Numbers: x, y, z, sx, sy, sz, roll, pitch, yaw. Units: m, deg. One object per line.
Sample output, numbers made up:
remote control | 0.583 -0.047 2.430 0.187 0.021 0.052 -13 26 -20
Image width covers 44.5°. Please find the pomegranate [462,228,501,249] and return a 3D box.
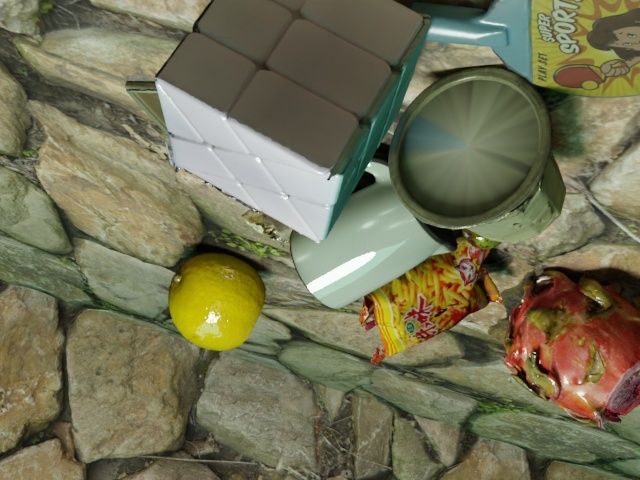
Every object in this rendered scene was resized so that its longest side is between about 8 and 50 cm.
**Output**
pomegranate | 0.271 -0.020 1.324 0.073 0.073 0.085 28 172 -26

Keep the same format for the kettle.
kettle | 0.074 -0.030 1.271 0.236 0.161 0.221 -29 100 28

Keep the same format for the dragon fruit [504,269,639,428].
dragon fruit | 0.472 0.181 1.440 0.250 0.269 0.291 26 -166 -42

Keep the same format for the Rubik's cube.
Rubik's cube | -0.034 -0.166 0.917 0.221 0.224 0.231 29 161 5

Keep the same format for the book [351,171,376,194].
book | 0.125 -0.066 1.383 0.228 0.024 0.160 28 155 -24

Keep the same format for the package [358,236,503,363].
package | 0.200 0.103 1.442 0.288 0.108 0.223 -24 138 -5

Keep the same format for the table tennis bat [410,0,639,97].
table tennis bat | 0.259 -0.227 0.845 0.329 0.044 0.215 9 159 18

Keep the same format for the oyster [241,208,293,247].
oyster | 0.001 -0.005 1.503 0.341 0.110 0.166 9 152 49

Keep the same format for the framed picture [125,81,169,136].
framed picture | -0.154 -0.191 1.297 0.290 0.020 0.211 7 157 27

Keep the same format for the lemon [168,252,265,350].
lemon | -0.270 0.144 1.940 0.219 0.240 0.240 30 157 -21

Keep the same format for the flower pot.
flower pot | 0.226 -0.084 1.022 0.212 0.212 0.203 2 162 35
